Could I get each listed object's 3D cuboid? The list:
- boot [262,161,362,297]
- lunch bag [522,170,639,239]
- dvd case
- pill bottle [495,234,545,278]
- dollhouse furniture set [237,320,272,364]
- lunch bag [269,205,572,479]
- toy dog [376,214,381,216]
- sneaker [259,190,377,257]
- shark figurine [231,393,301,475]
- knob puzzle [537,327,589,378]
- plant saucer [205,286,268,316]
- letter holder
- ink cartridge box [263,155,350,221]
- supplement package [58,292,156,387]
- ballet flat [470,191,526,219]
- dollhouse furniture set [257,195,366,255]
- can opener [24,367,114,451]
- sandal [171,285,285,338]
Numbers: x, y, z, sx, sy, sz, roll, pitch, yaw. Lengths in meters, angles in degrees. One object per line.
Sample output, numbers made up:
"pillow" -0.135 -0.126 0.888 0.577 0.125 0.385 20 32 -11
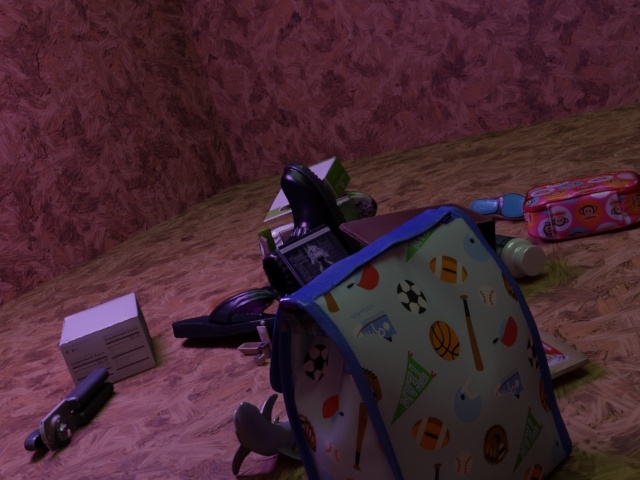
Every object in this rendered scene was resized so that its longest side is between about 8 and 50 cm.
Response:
"boot" -0.065 -0.018 2.088 0.260 0.348 0.131 -32 -3 -26
"lunch bag" 0.675 -0.096 2.001 0.293 0.120 0.258 -10 12 22
"dvd case" 0.013 0.075 1.979 0.164 0.221 0.018 -27 -17 -33
"pill bottle" 0.436 0.037 1.804 0.094 0.094 0.169 -24 15 -22
"dollhouse furniture set" -0.163 0.233 1.809 0.114 0.081 0.091 -7 18 37
"lunch bag" 0.122 0.181 1.038 0.328 0.385 0.239 -30 19 -37
"toy dog" 0.202 -0.003 2.016 0.220 0.161 0.334 -14 5 5
"sneaker" 0.000 0.000 2.406 0.410 0.158 0.182 -29 30 15
"shark figurine" -0.046 0.330 1.337 0.116 0.166 0.278 22 16 30
"knob puzzle" 0.337 0.222 1.350 0.213 0.030 0.213 -16 15 4
"plant saucer" -0.233 0.180 2.195 0.200 0.037 0.200 -16 13 4
"letter holder" 0.214 0.025 1.780 0.302 0.152 0.214 -11 19 -16
"ink cartridge box" -0.040 -0.125 2.364 0.189 0.097 0.255 -18 29 33
"supplement package" -0.556 0.263 2.050 0.204 0.145 0.262 -21 15 -11
"ballet flat" 0.537 -0.097 2.253 0.073 0.080 0.232 9 -2 -37
"dollhouse furniture set" -0.003 0.015 2.209 0.301 0.197 0.151 -20 12 -8
"can opener" -0.568 0.380 1.758 0.095 0.076 0.283 -13 13 14
"sandal" -0.204 0.178 1.959 0.446 0.107 0.167 -9 1 33
